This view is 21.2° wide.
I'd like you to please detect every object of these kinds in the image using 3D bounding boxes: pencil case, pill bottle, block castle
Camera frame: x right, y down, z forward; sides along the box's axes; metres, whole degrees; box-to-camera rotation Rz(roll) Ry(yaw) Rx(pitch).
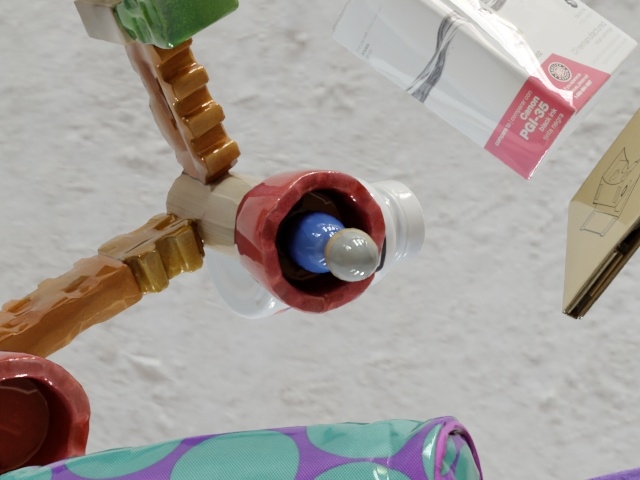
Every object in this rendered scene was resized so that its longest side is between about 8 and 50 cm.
[{"bbox_3d":[-0.026,0.093,0.512,0.152,0.064,0.070,-8,116,14],"label":"pencil case"},{"bbox_3d":[0.000,0.000,1.561,0.193,0.108,0.108,-14,105,-39],"label":"pill bottle"},{"bbox_3d":[-0.167,-0.112,0.909,0.303,0.213,0.453,-32,116,-24],"label":"block castle"}]

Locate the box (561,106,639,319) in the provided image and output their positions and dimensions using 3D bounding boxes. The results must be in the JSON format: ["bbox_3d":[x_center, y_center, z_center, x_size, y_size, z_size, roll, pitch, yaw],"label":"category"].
[{"bbox_3d":[0.277,-0.040,1.575,0.021,0.201,0.164,29,121,-7],"label":"box"}]

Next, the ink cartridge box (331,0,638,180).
[{"bbox_3d":[0.185,-0.227,1.930,0.283,0.117,0.207,37,42,8],"label":"ink cartridge box"}]

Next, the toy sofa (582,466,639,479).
[{"bbox_3d":[0.279,0.304,1.639,0.150,0.362,0.177,-2,75,-47],"label":"toy sofa"}]
